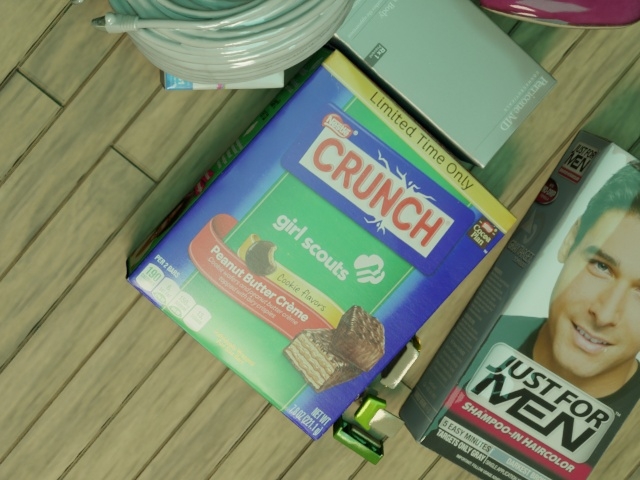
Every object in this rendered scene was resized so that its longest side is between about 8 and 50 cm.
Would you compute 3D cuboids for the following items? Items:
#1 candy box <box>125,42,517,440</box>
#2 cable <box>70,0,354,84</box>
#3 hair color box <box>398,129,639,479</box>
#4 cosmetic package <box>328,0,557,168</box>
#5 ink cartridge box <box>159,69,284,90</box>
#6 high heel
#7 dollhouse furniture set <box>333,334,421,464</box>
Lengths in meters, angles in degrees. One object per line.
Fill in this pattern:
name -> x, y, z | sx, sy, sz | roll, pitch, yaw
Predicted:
candy box -> 0.000, 0.000, 1.854 | 0.268, 0.122, 0.317 | 41, 91, -13
cable -> -0.084, -0.270, 1.745 | 0.257, 0.089, 0.257 | 17, 66, 14
hair color box -> 0.267, 0.091, 1.917 | 0.185, 0.113, 0.374 | 31, 94, -13
cosmetic package -> 0.112, -0.196, 1.844 | 0.238, 0.107, 0.127 | 39, 90, -10
ink cartridge box -> -0.101, -0.182, 1.820 | 0.122, 0.088, 0.052 | -3, 101, -8
high heel -> 0.335, -0.320, 1.837 | 0.377, 0.127, 0.181 | -9, 112, -23
dollhouse furniture set -> 0.078, 0.165, 1.924 | 0.059, 0.076, 0.151 | 32, 105, -11
